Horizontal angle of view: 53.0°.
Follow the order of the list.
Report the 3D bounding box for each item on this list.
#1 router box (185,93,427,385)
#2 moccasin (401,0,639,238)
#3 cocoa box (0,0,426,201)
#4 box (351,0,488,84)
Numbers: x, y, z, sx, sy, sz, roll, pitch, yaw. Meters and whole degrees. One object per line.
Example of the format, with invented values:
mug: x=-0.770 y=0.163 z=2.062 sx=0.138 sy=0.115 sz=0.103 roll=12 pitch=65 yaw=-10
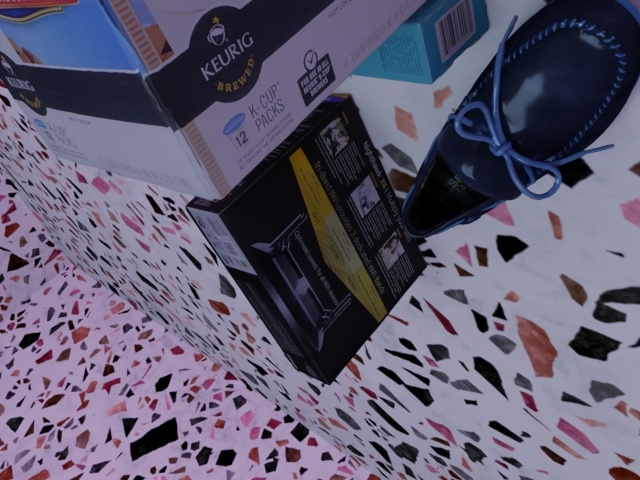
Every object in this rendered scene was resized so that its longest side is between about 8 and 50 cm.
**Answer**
router box: x=0.000 y=0.000 z=0.860 sx=0.081 sy=0.243 sz=0.309 roll=13 pitch=140 yaw=47
moccasin: x=0.177 y=-0.082 z=0.616 sx=0.137 sy=0.117 sz=0.342 roll=40 pitch=155 yaw=9
cocoa box: x=-0.083 y=-0.240 z=0.490 sx=0.231 sy=0.347 sz=0.228 roll=18 pitch=144 yaw=40
box: x=0.034 y=-0.219 z=0.641 sx=0.244 sy=0.100 sz=0.060 roll=20 pitch=145 yaw=40
